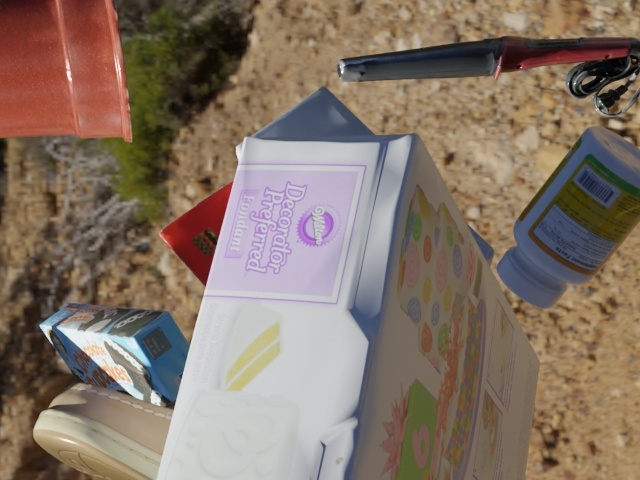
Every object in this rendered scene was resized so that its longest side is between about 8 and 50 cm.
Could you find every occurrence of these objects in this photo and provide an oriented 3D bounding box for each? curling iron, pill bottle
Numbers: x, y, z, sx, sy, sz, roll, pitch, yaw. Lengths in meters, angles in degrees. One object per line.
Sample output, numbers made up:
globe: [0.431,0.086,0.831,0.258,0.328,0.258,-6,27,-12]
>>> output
curling iron: [0.146,-0.134,0.908,0.035,0.274,0.068,-129,41,-59]
pill bottle: [0.357,-0.026,1.592,0.136,0.136,0.245,49,119,28]

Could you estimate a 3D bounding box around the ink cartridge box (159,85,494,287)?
ink cartridge box: [0.000,0.000,1.189,0.275,0.239,0.060,46,162,21]

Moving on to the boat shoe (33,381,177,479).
boat shoe: [-0.057,0.139,0.809,0.122,0.341,0.110,8,76,37]

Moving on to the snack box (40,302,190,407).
snack box: [-0.233,0.173,1.440,0.322,0.060,0.187,-2,122,58]

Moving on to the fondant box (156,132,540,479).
fondant box: [0.035,0.122,0.630,0.096,0.330,0.238,3,66,22]

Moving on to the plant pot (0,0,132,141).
plant pot: [-0.394,-0.242,1.460,0.272,0.265,0.272,171,90,-79]
